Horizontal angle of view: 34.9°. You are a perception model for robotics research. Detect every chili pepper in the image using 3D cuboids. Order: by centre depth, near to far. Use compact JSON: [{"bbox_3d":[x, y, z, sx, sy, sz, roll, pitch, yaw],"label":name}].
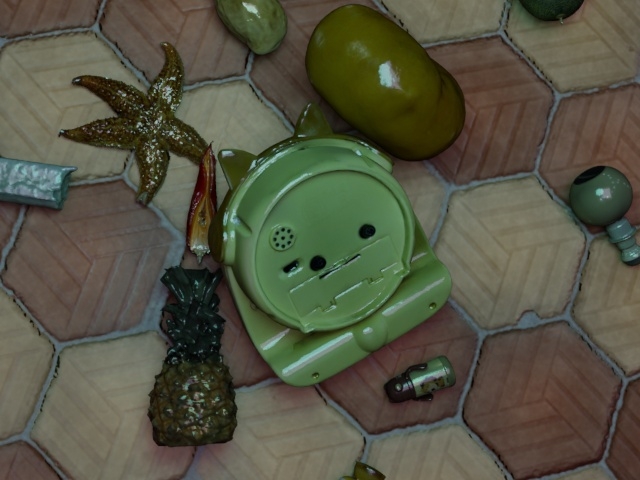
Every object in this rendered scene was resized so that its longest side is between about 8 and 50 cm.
[{"bbox_3d":[-0.166,-0.054,1.440,0.045,0.027,0.178,2,102,-13],"label":"chili pepper"}]

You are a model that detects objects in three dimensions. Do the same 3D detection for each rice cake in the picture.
[{"bbox_3d":[-0.443,-0.084,1.406,0.207,0.069,0.063,9,80,-9],"label":"rice cake"}]

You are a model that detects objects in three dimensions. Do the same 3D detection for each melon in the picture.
[{"bbox_3d":[0.344,-0.401,1.526,0.114,0.114,0.167,-11,82,-9],"label":"melon"}]

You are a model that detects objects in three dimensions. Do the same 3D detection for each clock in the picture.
[{"bbox_3d":[0.000,0.000,1.360,0.286,0.117,0.348,-30,119,-10],"label":"clock"}]

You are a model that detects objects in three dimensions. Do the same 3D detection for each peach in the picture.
[{"bbox_3d":[0.089,-0.221,1.411,0.153,0.251,0.251,-39,90,18],"label":"peach"}]

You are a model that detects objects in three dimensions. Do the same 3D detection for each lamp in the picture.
[{"bbox_3d":[0.436,-0.031,1.516,0.091,0.091,0.163,-34,104,-10],"label":"lamp"}]

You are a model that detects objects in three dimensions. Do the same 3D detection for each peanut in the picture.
[{"bbox_3d":[-0.104,-0.381,1.472,0.103,0.098,0.229,-4,86,19],"label":"peanut"}]

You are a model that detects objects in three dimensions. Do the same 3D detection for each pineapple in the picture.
[{"bbox_3d":[-0.174,0.155,1.390,0.128,0.128,0.247,0,79,-8],"label":"pineapple"}]

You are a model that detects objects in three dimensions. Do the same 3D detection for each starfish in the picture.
[{"bbox_3d":[-0.250,-0.173,1.455,0.227,0.043,0.240,15,79,-7],"label":"starfish"}]

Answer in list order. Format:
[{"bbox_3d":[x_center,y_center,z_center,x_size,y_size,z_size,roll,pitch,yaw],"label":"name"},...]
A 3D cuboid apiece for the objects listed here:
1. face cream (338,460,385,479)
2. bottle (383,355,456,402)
[{"bbox_3d":[0.031,0.398,1.420,0.072,0.051,0.182,28,82,-3],"label":"face cream"},{"bbox_3d":[0.141,0.205,1.461,0.101,0.047,0.063,-21,97,-9],"label":"bottle"}]
